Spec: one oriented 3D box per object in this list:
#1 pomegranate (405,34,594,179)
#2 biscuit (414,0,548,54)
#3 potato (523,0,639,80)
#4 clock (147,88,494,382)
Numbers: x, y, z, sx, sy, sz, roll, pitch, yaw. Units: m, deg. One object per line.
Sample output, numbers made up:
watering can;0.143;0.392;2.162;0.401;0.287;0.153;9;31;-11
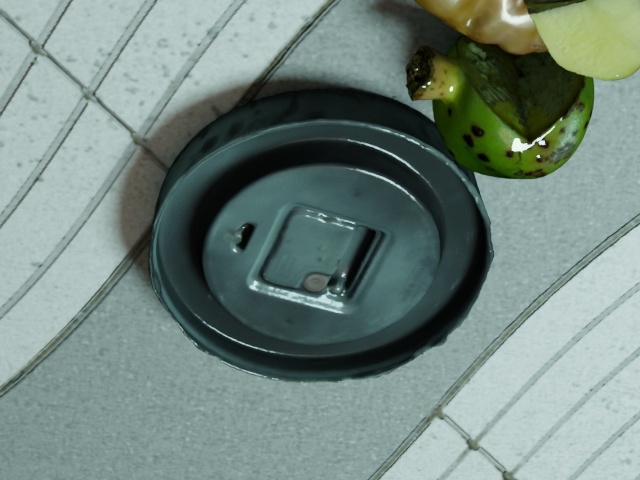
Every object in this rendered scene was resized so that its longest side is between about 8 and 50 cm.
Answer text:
pomegranate;0.152;-0.114;1.734;0.169;0.143;0.122;-5;137;-15
biscuit;0.199;-0.297;1.610;0.325;0.107;0.326;0;133;0
potato;0.221;-0.184;1.608;0.096;0.066;0.103;-3;140;17
clock;0.000;0.000;1.873;0.325;0.067;0.325;-2;130;-2
